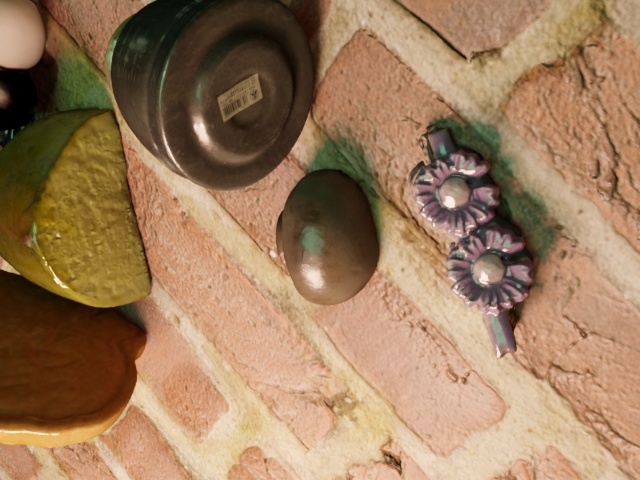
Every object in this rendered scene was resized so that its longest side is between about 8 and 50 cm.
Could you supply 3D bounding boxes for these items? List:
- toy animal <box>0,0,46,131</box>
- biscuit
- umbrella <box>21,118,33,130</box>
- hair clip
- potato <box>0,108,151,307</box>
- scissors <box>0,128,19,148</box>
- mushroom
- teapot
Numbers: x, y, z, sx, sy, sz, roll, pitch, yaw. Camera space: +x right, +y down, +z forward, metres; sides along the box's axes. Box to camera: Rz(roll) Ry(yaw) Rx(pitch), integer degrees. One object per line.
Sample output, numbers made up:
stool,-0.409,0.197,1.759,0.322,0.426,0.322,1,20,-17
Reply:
toy animal,-0.545,-0.306,1.038,0.165,0.187,0.235,33,117,43
biscuit,-0.478,0.169,1.033,0.384,0.365,0.062,20,115,-5
umbrella,-0.529,-0.203,1.162,0.031,0.020,0.083,7,99,-8
hair clip,0.186,-0.005,0.773,0.106,0.084,0.292,-22,88,16
potato,-0.474,-0.042,1.066,0.279,0.212,0.331,-2,102,31
scissors,-0.571,-0.229,1.181,0.109,0.022,0.300,22,114,20
mushroom,0.000,0.000,0.865,0.141,0.117,0.188,-6,97,20
teapot,-0.159,-0.247,0.810,0.239,0.239,0.322,28,123,36
